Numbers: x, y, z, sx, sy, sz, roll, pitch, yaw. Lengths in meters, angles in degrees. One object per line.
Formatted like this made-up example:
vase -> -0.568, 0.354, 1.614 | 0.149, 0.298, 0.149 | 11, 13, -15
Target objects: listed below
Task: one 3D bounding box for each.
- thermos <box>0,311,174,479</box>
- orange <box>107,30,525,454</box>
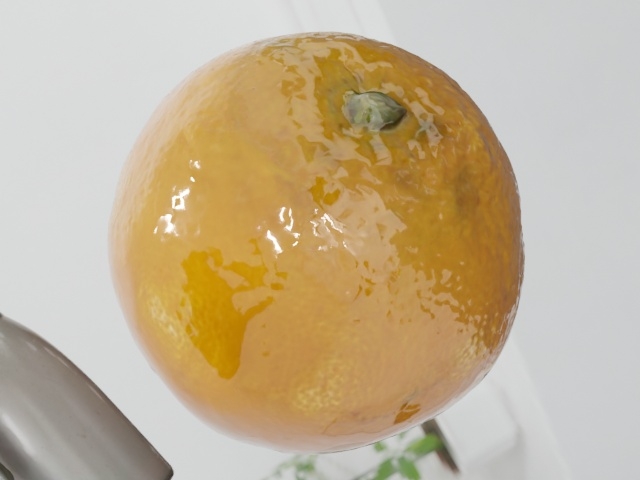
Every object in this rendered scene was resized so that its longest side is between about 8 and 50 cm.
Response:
thermos -> -0.190, 0.105, 0.883 | 0.193, 0.105, 0.137 | 51, -167, -5
orange -> 0.000, 0.000, 1.074 | 0.312, 0.312, 0.312 | 50, 156, 32
